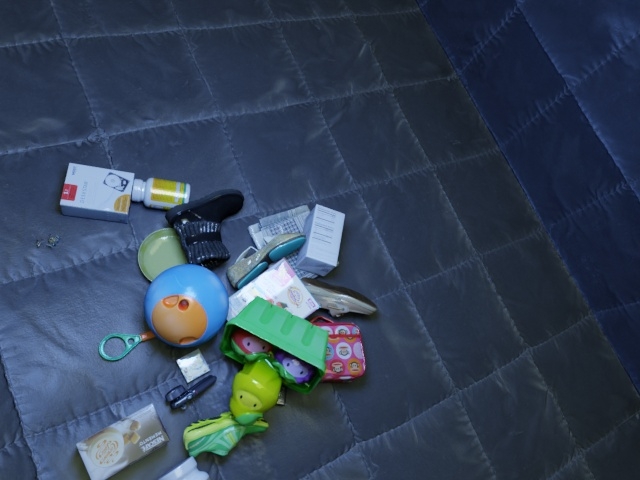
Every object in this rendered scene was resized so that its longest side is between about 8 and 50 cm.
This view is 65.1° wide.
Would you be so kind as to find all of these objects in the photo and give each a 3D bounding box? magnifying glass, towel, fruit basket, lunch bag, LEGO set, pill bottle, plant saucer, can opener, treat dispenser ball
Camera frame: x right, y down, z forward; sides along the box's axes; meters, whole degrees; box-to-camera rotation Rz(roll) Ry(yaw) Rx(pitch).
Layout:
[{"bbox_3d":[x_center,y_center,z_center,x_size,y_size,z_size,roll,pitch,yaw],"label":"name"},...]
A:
[{"bbox_3d":[-0.659,0.353,1.768,0.231,0.026,0.092,-17,75,-25],"label":"magnifying glass"},{"bbox_3d":[-0.111,0.022,2.108,0.312,0.056,0.324,-23,77,-28],"label":"towel"},{"bbox_3d":[-0.186,0.433,1.707,0.392,0.283,0.392,10,52,-13],"label":"fruit basket"},{"bbox_3d":[0.021,0.422,1.958,0.293,0.120,0.258,3,63,-20],"label":"lunch bag"},{"bbox_3d":[-0.972,0.004,1.798,0.083,0.023,0.054,1,65,-7],"label":"LEGO set"},{"bbox_3d":[-0.395,0.837,1.588,0.153,0.153,0.265,-30,81,-29],"label":"pill bottle"},{"bbox_3d":[-0.571,0.070,1.916,0.240,0.037,0.241,8,64,-18],"label":"plant saucer"},{"bbox_3d":[-0.446,0.527,1.753,0.186,0.059,0.073,-24,110,-32],"label":"can opener"},{"bbox_3d":[-0.622,-0.181,1.957,0.208,0.117,0.118,8,66,-18],"label":"pill bottle"},{"bbox_3d":[-0.464,0.227,1.745,0.288,0.288,0.288,8,65,-18],"label":"treat dispenser ball"}]

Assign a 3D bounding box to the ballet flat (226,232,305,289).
[{"bbox_3d":[-0.222,0.051,1.971,0.348,0.123,0.123,-37,84,-5],"label":"ballet flat"}]

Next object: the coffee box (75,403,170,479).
[{"bbox_3d":[-0.629,0.649,1.607,0.246,0.098,0.141,-23,78,-28],"label":"coffee box"}]

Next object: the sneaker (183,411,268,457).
[{"bbox_3d":[-0.326,0.670,1.732,0.295,0.109,0.124,-3,97,-27],"label":"sneaker"}]

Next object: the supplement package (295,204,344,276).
[{"bbox_3d":[0.000,0.000,2.065,0.133,0.139,0.244,19,62,-15],"label":"supplement package"}]

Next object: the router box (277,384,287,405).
[{"bbox_3d":[-0.186,0.559,1.856,0.122,0.038,0.092,13,64,-16],"label":"router box"}]

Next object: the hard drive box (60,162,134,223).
[{"bbox_3d":[-0.834,-0.176,1.888,0.232,0.089,0.181,7,65,-18],"label":"hard drive box"}]

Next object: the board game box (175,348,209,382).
[{"bbox_3d":[-0.459,0.451,1.805,0.090,0.020,0.090,-25,80,-28],"label":"board game box"}]

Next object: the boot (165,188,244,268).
[{"bbox_3d":[-0.401,-0.040,1.950,0.348,0.131,0.260,-25,70,-33],"label":"boot"}]

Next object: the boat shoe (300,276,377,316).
[{"bbox_3d":[0.064,0.251,2.057,0.341,0.122,0.110,19,101,-8],"label":"boat shoe"}]

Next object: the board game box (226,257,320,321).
[{"bbox_3d":[-0.196,0.255,1.918,0.316,0.064,0.242,-35,84,-13],"label":"board game box"}]
